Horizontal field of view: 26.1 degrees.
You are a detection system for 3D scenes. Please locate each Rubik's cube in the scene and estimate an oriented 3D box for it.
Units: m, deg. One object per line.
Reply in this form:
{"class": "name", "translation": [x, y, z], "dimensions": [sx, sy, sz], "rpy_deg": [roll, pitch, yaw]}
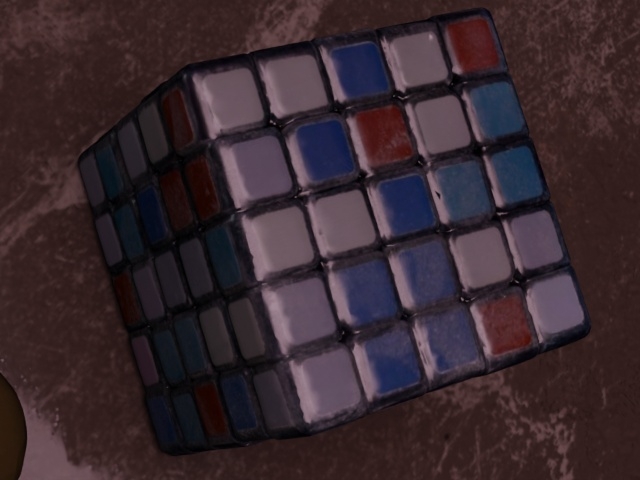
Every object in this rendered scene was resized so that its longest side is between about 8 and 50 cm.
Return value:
{"class": "Rubik's cube", "translation": [0.000, 0.000, 1.156], "dimensions": [0.293, 0.292, 0.286], "rpy_deg": [-16, 86, -27]}

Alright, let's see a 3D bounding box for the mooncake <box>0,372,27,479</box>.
{"class": "mooncake", "translation": [-0.394, 0.164, 0.970], "dimensions": [0.378, 0.201, 0.378], "rpy_deg": [6, 77, -25]}
